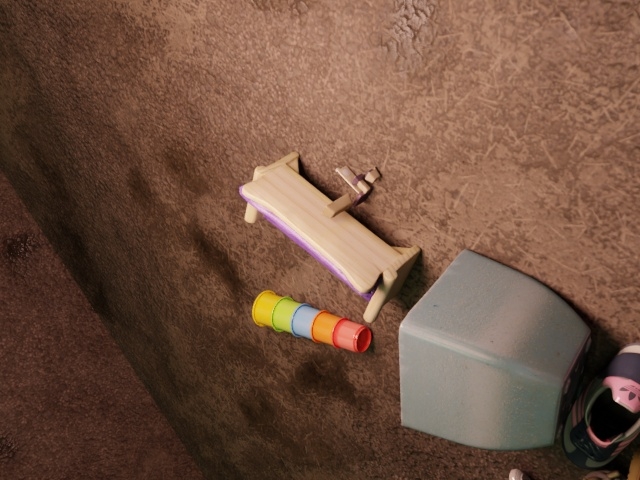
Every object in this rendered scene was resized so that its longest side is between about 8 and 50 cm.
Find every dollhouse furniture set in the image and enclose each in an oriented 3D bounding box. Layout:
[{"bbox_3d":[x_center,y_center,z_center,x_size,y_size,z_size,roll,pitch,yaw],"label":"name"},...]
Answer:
[{"bbox_3d":[0.037,-0.107,1.225,0.081,0.114,0.091,49,145,13],"label":"dollhouse furniture set"}]

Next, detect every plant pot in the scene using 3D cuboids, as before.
[{"bbox_3d":[0.303,0.204,1.087,0.252,0.248,0.247,19,131,31],"label":"plant pot"}]

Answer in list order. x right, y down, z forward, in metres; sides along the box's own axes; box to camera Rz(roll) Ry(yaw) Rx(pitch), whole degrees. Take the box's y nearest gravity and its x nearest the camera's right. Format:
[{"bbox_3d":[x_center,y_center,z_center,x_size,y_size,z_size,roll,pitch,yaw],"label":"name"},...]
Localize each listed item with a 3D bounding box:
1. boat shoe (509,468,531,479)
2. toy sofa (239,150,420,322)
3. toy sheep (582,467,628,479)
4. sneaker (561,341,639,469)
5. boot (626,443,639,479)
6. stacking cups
[{"bbox_3d":[0.456,0.548,1.333,0.063,0.066,0.184,-26,96,39],"label":"boat shoe"},{"bbox_3d":[0.000,0.000,1.296,0.362,0.177,0.150,39,140,18],"label":"toy sofa"},{"bbox_3d":[0.522,0.454,1.163,0.132,0.091,0.091,30,152,-28],"label":"toy sheep"},{"bbox_3d":[0.463,0.306,1.074,0.112,0.131,0.319,31,138,27],"label":"sneaker"},{"bbox_3d":[0.594,0.428,0.965,0.089,0.236,0.269,34,156,-31],"label":"boot"},{"bbox_3d":[-0.020,0.192,1.553,0.316,0.096,0.096,9,125,37],"label":"stacking cups"}]
